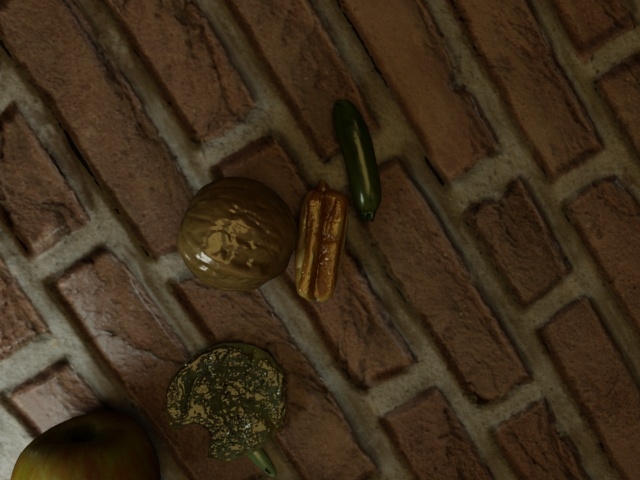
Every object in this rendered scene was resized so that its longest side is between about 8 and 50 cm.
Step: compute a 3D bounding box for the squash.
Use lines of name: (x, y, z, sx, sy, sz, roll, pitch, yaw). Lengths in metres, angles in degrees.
squash: (0.079, -0.162, 1.226, 0.069, 0.069, 0.258, -15, 96, -5)

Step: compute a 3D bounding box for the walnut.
walnut: (-0.154, -0.008, 1.146, 0.228, 0.228, 0.228, -1, 95, -6)

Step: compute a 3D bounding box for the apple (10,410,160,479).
apple: (-0.430, 0.464, 1.131, 0.264, 0.264, 0.264, -1, 95, -6)

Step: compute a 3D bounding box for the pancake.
pancake: (-0.186, 0.326, 1.240, 0.254, 0.037, 0.253, 0, 89, -11)

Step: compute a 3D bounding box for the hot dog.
hot dog: (0.000, 0.000, 1.226, 0.102, 0.076, 0.249, 6, 92, -9)

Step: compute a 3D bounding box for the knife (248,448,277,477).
knife: (-0.189, 0.391, 1.266, 0.043, 0.020, 0.293, -38, 97, -5)
